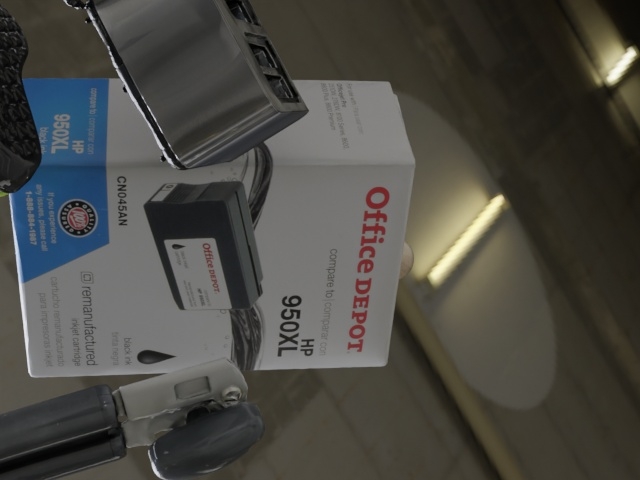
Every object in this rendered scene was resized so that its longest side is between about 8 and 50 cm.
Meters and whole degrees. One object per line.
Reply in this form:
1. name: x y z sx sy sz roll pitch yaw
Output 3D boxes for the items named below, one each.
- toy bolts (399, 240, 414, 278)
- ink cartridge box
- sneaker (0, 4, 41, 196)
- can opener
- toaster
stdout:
1. toy bolts: 0.000 0.000 1.560 0.228 0.158 0.218 -23 -89 -48
2. ink cartridge box: -0.115 -0.012 1.240 0.166 0.395 0.285 -101 13 -51
3. sneaker: -0.264 -0.103 0.816 0.084 0.097 0.235 42 -160 -43
4. can opener: -0.190 0.176 1.003 0.095 0.283 0.076 -122 20 -51
5. toaster: -0.105 -0.155 0.990 0.168 0.110 0.185 61 -167 0
